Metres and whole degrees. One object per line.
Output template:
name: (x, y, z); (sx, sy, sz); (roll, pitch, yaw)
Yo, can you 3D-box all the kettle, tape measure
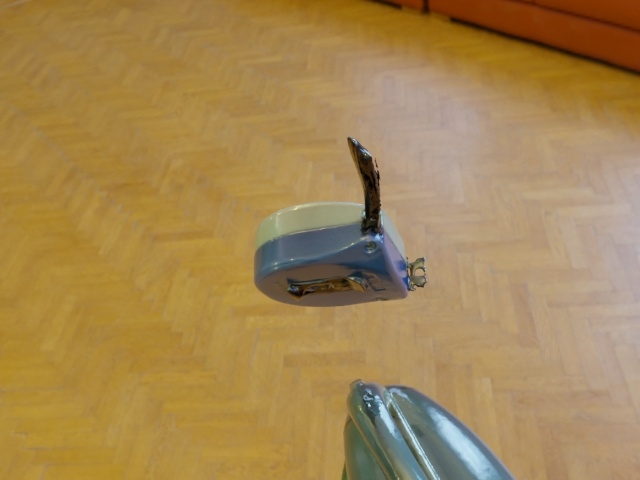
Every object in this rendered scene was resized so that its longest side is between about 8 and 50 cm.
kettle: (0.147, 0.350, 0.918); (0.247, 0.319, 0.342); (-32, 55, -1)
tape measure: (0.000, 0.000, 0.793); (0.215, 0.351, 0.097); (-8, 64, 16)

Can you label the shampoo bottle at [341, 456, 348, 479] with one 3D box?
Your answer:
shampoo bottle: (0.094, 0.617, 1.733); (0.065, 0.204, 0.065); (9, 7, -1)
